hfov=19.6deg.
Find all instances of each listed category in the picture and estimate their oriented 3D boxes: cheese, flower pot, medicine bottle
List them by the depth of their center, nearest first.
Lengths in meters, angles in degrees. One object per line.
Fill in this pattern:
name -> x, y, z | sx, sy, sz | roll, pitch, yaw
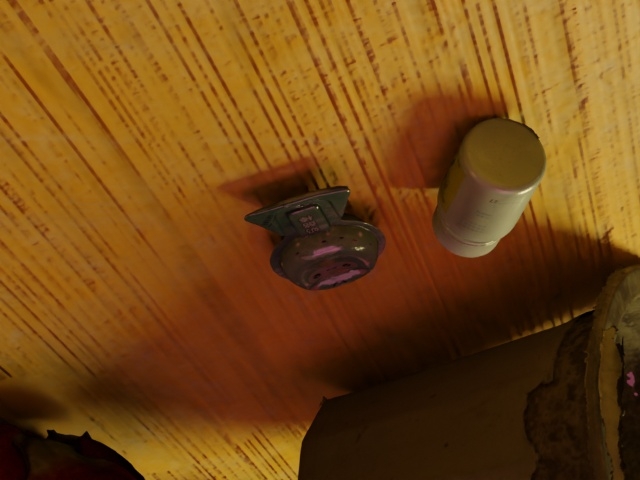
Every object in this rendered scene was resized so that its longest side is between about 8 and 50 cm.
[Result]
medicine bottle -> 0.089, -0.027, 1.005 | 0.047, 0.047, 0.083 | -6, 154, -16
cheese -> 0.000, 0.000, 1.039 | 0.067, 0.026, 0.121 | -18, 154, 7
flower pot -> 0.138, 0.177, 1.221 | 0.259, 0.290, 0.290 | -15, 157, 26

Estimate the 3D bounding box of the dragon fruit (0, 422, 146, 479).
dragon fruit -> -0.203, 0.265, 1.163 | 0.329, 0.329, 0.329 | -11, 155, -5
